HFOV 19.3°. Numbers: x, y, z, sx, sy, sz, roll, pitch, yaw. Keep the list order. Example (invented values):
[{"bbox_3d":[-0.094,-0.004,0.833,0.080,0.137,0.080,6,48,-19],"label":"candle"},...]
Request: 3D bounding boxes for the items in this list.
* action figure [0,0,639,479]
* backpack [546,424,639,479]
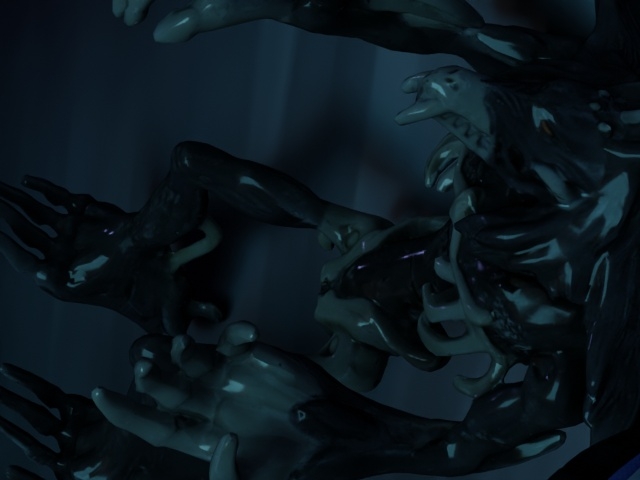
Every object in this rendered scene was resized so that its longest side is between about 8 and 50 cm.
[{"bbox_3d":[0.000,0.000,0.511,0.276,0.141,0.164,-24,56,44],"label":"action figure"},{"bbox_3d":[0.107,0.170,0.413,0.213,0.276,0.263,16,105,29],"label":"backpack"}]
